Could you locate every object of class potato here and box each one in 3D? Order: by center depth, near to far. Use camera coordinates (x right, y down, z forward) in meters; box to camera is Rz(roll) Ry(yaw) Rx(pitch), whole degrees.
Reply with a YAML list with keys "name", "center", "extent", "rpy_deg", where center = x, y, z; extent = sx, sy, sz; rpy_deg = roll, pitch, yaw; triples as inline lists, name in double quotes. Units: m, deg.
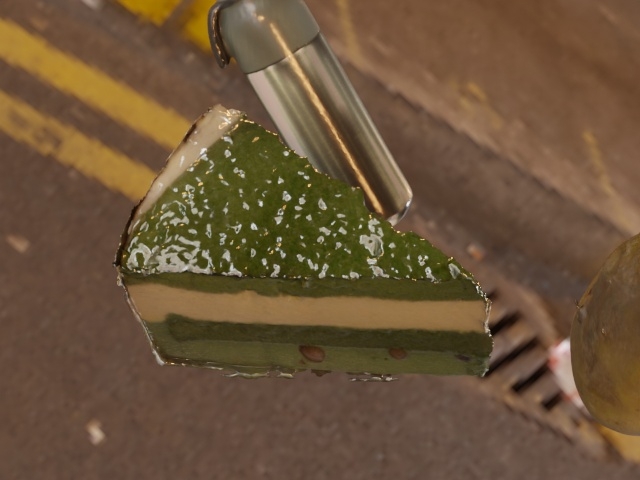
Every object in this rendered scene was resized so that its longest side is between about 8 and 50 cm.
- name: "potato"
  center: [0.342, 0.060, 1.699]
  extent: [0.141, 0.296, 0.192]
  rpy_deg: [25, 43, -21]

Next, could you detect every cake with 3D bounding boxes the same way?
- name: "cake"
  center: [0.005, 0.002, 1.416]
  extent: [0.158, 0.283, 0.172]
  rpy_deg: [72, 25, -55]

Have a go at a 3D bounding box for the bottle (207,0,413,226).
- name: "bottle"
  center: [-0.012, -0.115, 1.593]
  extent: [0.254, 0.096, 0.079]
  rpy_deg: [60, -3, -18]
